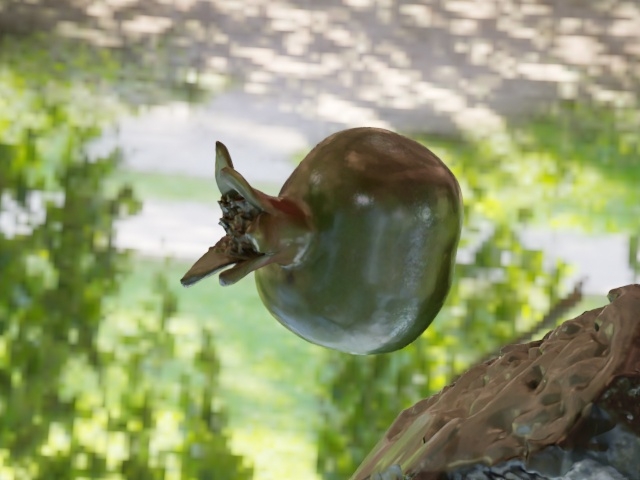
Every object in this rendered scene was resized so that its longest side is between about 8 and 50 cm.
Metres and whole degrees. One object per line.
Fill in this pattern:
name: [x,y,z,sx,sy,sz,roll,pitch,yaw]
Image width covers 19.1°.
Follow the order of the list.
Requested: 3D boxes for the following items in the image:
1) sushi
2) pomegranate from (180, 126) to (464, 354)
sushi: [0.163,0.192,1.392,0.207,0.234,0.348,47,142,-11]
pomegranate: [0.000,0.000,1.219,0.191,0.152,0.131,1,-164,-36]
